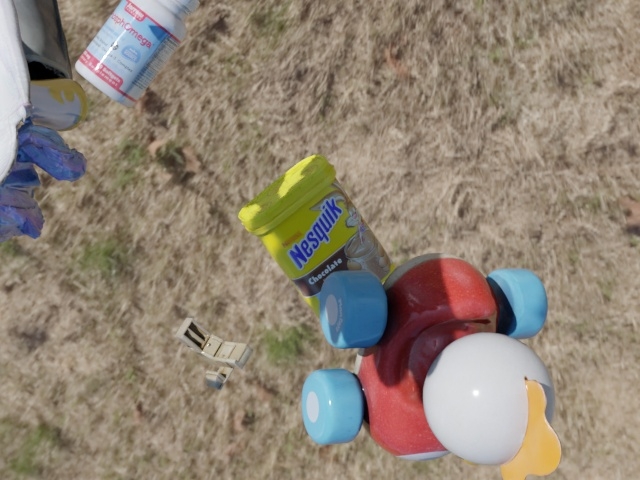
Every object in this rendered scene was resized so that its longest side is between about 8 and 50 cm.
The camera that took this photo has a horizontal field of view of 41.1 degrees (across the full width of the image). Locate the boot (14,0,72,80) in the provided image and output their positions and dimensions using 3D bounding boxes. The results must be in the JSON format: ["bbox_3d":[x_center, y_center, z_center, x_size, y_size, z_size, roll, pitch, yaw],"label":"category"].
[{"bbox_3d":[-0.274,-0.242,0.758,0.076,0.208,0.189,-7,159,5],"label":"boot"}]

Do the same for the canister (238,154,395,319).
[{"bbox_3d":[0.000,0.000,1.038,0.126,0.073,0.170,-39,111,-9],"label":"canister"}]

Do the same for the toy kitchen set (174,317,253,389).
[{"bbox_3d":[-0.156,0.159,1.188,0.083,0.068,0.075,-2,141,48],"label":"toy kitchen set"}]

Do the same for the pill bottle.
[{"bbox_3d":[-0.224,-0.252,1.059,0.087,0.087,0.160,37,94,-12],"label":"pill bottle"}]

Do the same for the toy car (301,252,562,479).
[{"bbox_3d":[0.130,0.146,0.770,0.219,0.238,0.210,1,113,-23],"label":"toy car"}]

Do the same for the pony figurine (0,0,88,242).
[{"bbox_3d":[-0.280,-0.114,0.513,0.303,0.363,0.351,-17,76,9],"label":"pony figurine"}]
